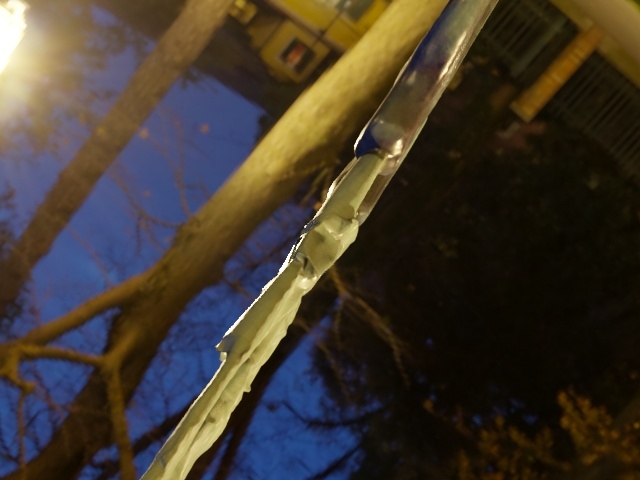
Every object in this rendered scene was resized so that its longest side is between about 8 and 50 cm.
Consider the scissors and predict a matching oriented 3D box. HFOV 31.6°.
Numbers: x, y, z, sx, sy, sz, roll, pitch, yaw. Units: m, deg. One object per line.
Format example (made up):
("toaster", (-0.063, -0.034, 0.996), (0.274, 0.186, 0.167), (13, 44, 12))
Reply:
("scissors", (0.000, 0.000, 0.584), (0.029, 0.256, 0.383), (33, -126, 2))
